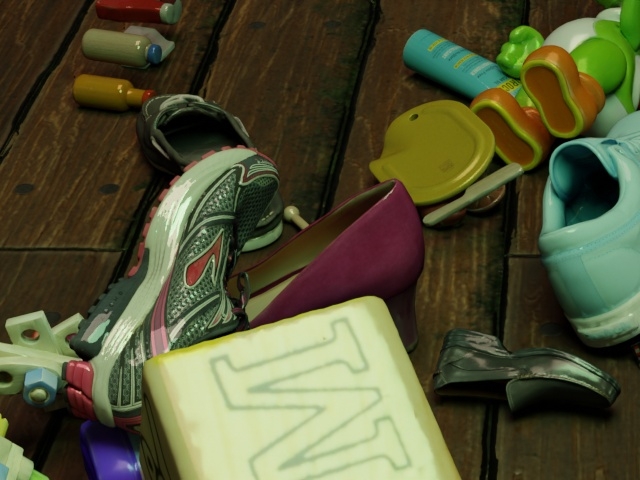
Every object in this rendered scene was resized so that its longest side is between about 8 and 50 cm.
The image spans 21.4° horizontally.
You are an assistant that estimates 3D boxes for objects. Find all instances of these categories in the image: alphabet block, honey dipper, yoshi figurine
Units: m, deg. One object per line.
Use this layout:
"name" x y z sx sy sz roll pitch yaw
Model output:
"alphabet block" -0.017 0.186 1.264 0.193 0.192 0.197 -14 62 -17
"honey dipper" 0.000 0.000 1.756 0.030 0.030 0.160 -18 33 -19
"yoshi figurine" 0.304 -0.249 1.918 0.204 0.203 0.362 22 45 29

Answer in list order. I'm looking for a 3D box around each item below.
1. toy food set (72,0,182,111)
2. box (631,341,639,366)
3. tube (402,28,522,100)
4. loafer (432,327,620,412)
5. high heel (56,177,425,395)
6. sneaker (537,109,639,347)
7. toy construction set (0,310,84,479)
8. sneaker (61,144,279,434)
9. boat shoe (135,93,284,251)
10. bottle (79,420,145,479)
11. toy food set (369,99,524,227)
"toy food set" -0.214 -0.256 2.111 0.105 0.111 0.232 11 38 21
"box" 0.349 0.076 1.509 0.094 0.027 0.137 -18 -10 -21
"tube" 0.190 -0.190 2.014 0.207 0.052 0.080 31 53 33
"loafer" 0.182 0.130 1.513 0.170 0.062 0.061 9 57 27
"high heel" -0.091 0.043 1.562 0.377 0.181 0.127 -12 33 -10
"sneaker" 0.295 -0.060 1.665 0.135 0.150 0.366 -19 26 26
"toy construction set" -0.297 0.167 1.392 0.151 0.215 0.327 39 22 -10
"sneaker" -0.103 0.046 1.446 0.112 0.121 0.299 16 55 17
"boat shoe" -0.124 -0.107 1.879 0.112 0.095 0.335 -16 34 -17
"bottle" -0.058 0.168 1.444 0.283 0.092 0.118 -14 30 -13
"toy food set" 0.138 -0.067 1.816 0.128 0.071 0.218 -34 34 0
